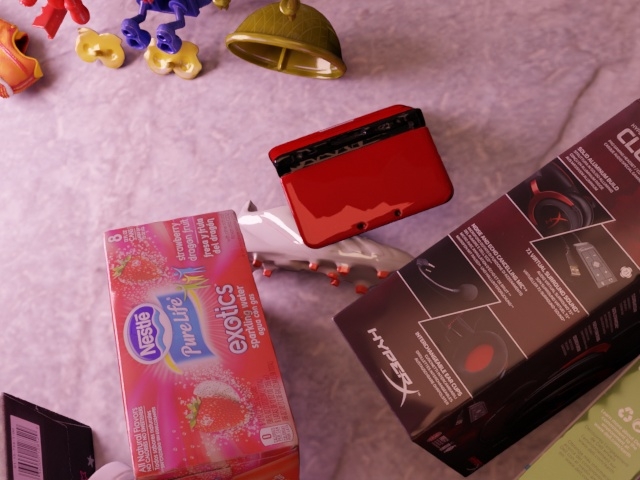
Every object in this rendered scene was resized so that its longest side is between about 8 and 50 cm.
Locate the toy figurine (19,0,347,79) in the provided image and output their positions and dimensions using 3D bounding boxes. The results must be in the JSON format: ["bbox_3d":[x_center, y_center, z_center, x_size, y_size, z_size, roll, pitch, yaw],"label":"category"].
[{"bbox_3d":[-0.126,-0.307,0.991,0.362,0.191,0.217,11,69,21],"label":"toy figurine"}]

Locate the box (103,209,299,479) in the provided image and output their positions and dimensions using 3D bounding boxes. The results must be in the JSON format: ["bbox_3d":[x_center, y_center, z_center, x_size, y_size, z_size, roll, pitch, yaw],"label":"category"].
[{"bbox_3d":[-0.102,0.110,0.790,0.122,0.128,0.257,-9,46,-11],"label":"box"}]

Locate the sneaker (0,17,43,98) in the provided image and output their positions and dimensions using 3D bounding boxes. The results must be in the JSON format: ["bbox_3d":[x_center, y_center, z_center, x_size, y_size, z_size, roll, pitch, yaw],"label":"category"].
[{"bbox_3d":[-0.382,-0.233,1.122,0.067,0.064,0.175,-33,66,-18],"label":"sneaker"}]

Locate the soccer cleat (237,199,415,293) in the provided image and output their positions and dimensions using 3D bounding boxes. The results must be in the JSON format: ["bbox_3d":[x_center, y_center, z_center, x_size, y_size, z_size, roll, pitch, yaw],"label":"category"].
[{"bbox_3d":[0.000,0.000,0.889,0.196,0.068,0.076,7,69,24],"label":"soccer cleat"}]

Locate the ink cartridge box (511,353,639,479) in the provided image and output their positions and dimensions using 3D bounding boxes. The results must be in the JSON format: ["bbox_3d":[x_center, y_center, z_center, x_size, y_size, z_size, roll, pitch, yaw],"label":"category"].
[{"bbox_3d":[0.234,0.148,0.725,0.209,0.109,0.062,-44,63,-2],"label":"ink cartridge box"}]

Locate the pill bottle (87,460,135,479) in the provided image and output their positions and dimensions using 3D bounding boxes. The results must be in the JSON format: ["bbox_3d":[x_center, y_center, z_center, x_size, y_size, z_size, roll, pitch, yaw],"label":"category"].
[{"bbox_3d":[-0.119,0.262,0.803,0.184,0.103,0.103,24,79,26],"label":"pill bottle"}]

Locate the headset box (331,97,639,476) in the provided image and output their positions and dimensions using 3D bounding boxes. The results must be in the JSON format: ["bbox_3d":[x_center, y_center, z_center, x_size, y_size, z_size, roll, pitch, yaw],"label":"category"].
[{"bbox_3d":[0.181,0.041,0.724,0.293,0.218,0.110,-36,64,2],"label":"headset box"}]

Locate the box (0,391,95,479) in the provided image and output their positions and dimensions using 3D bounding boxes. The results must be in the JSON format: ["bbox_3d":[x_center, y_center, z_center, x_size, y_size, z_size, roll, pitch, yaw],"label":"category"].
[{"bbox_3d":[-0.285,0.278,0.819,0.142,0.163,0.247,-17,65,10],"label":"box"}]

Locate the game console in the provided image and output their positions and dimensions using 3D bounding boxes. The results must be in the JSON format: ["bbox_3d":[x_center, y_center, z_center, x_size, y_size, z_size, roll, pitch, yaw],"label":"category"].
[{"bbox_3d":[0.034,-0.063,0.892,0.144,0.124,0.085,-19,103,-3],"label":"game console"}]
